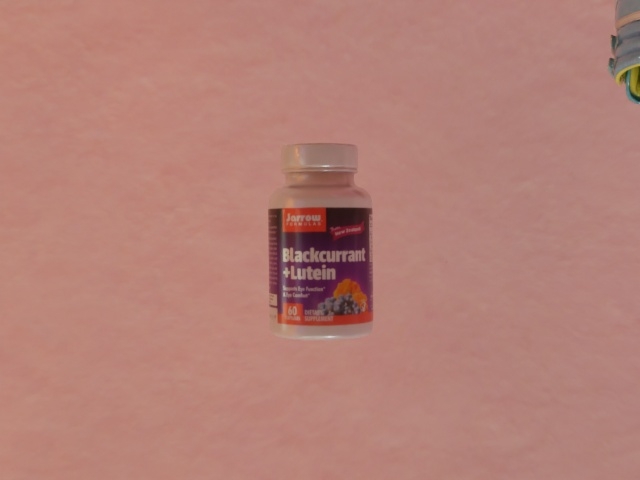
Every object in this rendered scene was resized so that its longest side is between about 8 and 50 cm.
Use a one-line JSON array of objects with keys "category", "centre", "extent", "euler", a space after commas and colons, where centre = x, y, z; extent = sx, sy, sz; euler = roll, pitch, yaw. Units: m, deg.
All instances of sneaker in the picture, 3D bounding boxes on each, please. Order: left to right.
[{"category": "sneaker", "centre": [0.416, -0.287, 1.100], "extent": [0.127, 0.319, 0.208], "euler": [5, 104, 6]}]

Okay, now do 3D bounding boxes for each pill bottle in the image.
[{"category": "pill bottle", "centre": [0.000, 0.000, 0.864], "extent": [0.108, 0.108, 0.194], "euler": [-1, 91, 8]}]
